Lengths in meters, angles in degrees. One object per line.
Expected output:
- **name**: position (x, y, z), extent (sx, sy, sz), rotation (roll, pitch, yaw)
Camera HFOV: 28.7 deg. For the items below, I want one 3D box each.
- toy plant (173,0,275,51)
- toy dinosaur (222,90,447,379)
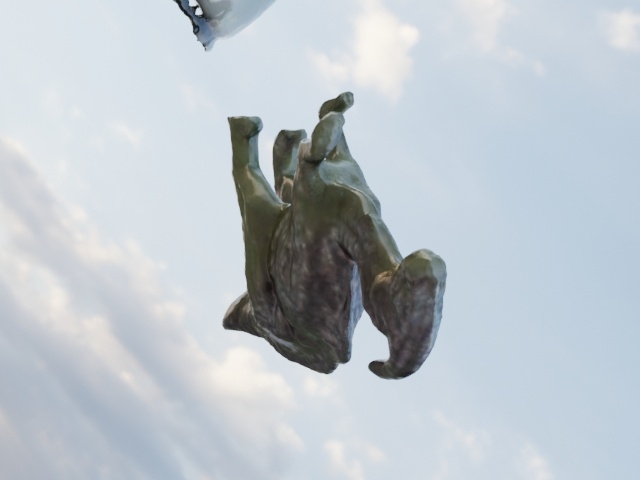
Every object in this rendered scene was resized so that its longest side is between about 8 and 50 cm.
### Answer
- **toy plant**: position (0.001, -0.306, 0.844), extent (0.247, 0.332, 0.247), rotation (60, 2, -3)
- **toy dinosaur**: position (-0.007, 0.001, 0.739), extent (0.294, 0.077, 0.162), rotation (166, -82, -77)
